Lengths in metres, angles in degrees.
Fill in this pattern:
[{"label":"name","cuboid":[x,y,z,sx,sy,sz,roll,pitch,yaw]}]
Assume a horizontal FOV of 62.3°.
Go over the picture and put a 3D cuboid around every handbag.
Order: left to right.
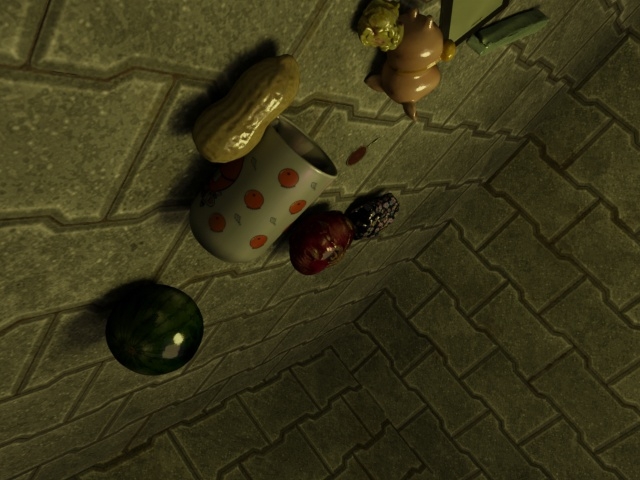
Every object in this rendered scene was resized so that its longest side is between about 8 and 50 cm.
[{"label":"handbag","cuboid":[0.184,-0.081,2.014,0.208,0.126,0.228,-25,164,-41]}]

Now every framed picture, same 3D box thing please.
[{"label":"framed picture","cuboid":[0.406,-0.642,1.346,0.265,0.016,0.347,-40,161,-3]}]

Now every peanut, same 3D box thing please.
[{"label":"peanut","cuboid":[-0.139,-0.255,1.032,0.257,0.123,0.123,-44,161,0]}]

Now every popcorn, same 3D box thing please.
[{"label":"popcorn","cuboid":[0.125,-0.459,1.125,0.097,0.089,0.109,-10,162,22]}]

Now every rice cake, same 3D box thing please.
[{"label":"rice cake","cuboid":[0.569,-0.631,1.602,0.337,0.066,0.063,-28,158,-30]}]

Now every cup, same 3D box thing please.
[{"label":"cup","cuboid":[-0.141,-0.105,1.204,0.317,0.212,0.212,-47,160,19]}]

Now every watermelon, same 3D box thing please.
[{"label":"watermelon","cuboid":[-0.426,0.229,1.375,0.242,0.242,0.242,-35,161,-15]}]

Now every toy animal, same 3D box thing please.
[{"label":"toy animal","cuboid":[0.219,-0.431,1.251,0.149,0.165,0.248,-27,151,-22]}]

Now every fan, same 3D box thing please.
[{"label":"fan","cuboid":[0.132,-0.278,1.655,0.133,0.005,0.085,-40,161,1]}]

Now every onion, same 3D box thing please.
[{"label":"onion","cuboid":[0.000,0.000,1.753,0.246,0.190,0.246,-37,-179,1]}]
